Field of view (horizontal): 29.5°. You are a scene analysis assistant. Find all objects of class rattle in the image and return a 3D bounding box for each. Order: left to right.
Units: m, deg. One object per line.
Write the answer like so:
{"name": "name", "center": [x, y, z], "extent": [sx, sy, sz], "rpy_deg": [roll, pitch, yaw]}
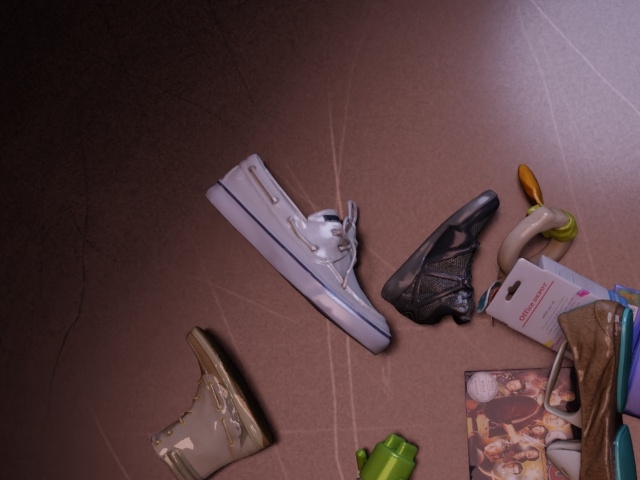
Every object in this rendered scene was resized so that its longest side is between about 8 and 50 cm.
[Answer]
{"name": "rattle", "center": [0.272, 0.007, 1.802], "extent": [0.143, 0.130, 0.200], "rpy_deg": [46, 119, 21]}

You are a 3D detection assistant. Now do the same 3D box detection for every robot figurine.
{"name": "robot figurine", "center": [0.095, 0.344, 1.788], "extent": [0.101, 0.067, 0.115], "rpy_deg": [30, 89, 38]}

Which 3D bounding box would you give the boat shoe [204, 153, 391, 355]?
{"name": "boat shoe", "center": [0.001, 0.001, 1.821], "extent": [0.156, 0.136, 0.367], "rpy_deg": [-45, 69, -2]}

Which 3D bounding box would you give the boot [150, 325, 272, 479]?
{"name": "boot", "center": [-0.191, 0.254, 1.840], "extent": [0.165, 0.077, 0.213], "rpy_deg": [-31, 83, 6]}

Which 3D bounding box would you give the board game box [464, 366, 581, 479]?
{"name": "board game box", "center": [0.298, 0.309, 1.773], "extent": [0.165, 0.042, 0.243], "rpy_deg": [-4, 83, 8]}

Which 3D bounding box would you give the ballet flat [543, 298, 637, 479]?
{"name": "ballet flat", "center": [0.373, 0.251, 1.688], "extent": [0.124, 0.116, 0.343], "rpy_deg": [-1, 97, 26]}

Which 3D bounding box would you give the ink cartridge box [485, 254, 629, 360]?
{"name": "ink cartridge box", "center": [0.338, 0.094, 1.743], "extent": [0.181, 0.061, 0.104], "rpy_deg": [28, 112, -5]}

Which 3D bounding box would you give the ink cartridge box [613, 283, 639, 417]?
{"name": "ink cartridge box", "center": [0.551, 0.189, 1.741], "extent": [0.311, 0.065, 0.186], "rpy_deg": [17, 86, 12]}

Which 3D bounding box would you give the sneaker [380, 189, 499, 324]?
{"name": "sneaker", "center": [0.208, 0.037, 1.799], "extent": [0.130, 0.087, 0.227], "rpy_deg": [42, 94, 9]}
